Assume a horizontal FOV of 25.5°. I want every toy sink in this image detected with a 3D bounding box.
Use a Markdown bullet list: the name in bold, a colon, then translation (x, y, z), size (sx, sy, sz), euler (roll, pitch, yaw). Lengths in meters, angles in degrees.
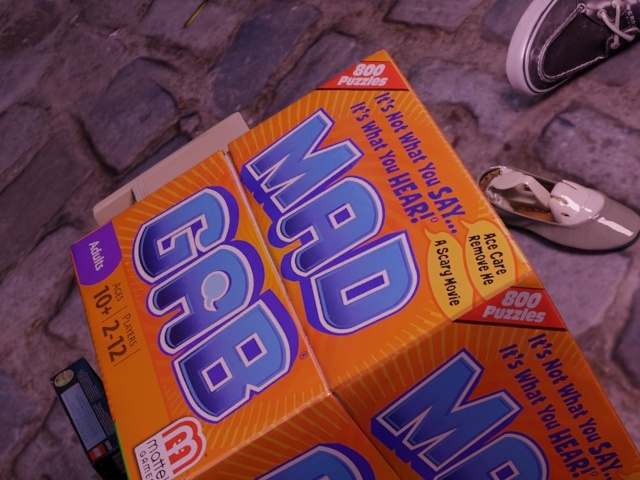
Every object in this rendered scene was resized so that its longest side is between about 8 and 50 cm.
- **toy sink**: translation (-0.148, -0.021, 1.798), size (0.234, 0.153, 0.131), euler (-32, 37, 2)

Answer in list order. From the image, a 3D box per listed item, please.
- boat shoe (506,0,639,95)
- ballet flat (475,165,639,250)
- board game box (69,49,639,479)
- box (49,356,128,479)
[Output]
- **boat shoe**: translation (0.355, -0.282, 1.746), size (0.301, 0.108, 0.102), euler (-40, 35, -20)
- **ballet flat**: translation (0.256, -0.040, 1.574), size (0.213, 0.068, 0.072), euler (16, 60, 46)
- **board game box**: translation (0.037, 0.124, 1.303), size (0.356, 0.356, 0.356), euler (-32, 40, 4)
- **box**: translation (-0.183, 0.245, 1.457), size (0.044, 0.233, 0.159), euler (-35, 36, -7)
